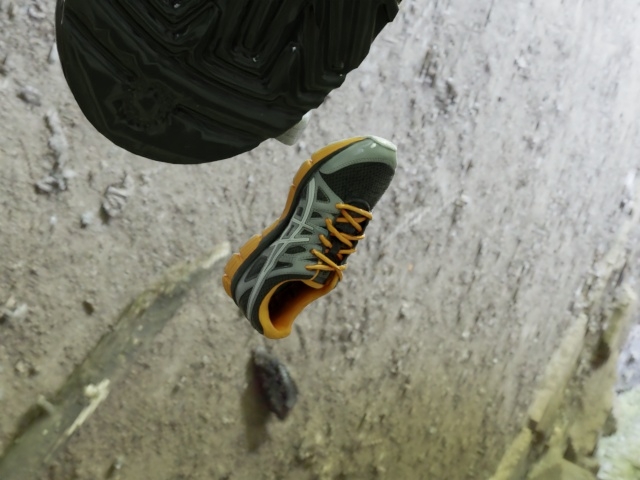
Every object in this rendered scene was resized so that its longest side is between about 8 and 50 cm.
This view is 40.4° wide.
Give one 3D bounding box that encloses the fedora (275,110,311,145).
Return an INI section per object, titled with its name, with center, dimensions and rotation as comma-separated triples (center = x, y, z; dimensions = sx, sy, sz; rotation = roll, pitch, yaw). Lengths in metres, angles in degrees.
[fedora]
center = -0.125, -0.183, 0.781
dimensions = 0.124, 0.275, 0.244
rotation = -32, 179, 16

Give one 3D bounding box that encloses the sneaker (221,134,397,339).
[sneaker]
center = 0.000, 0.000, 0.766
dimensions = 0.084, 0.083, 0.215
rotation = 18, 121, -39

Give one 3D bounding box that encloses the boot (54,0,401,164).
[boot]
center = -0.023, -0.218, 0.451
dimensions = 0.131, 0.260, 0.348
rotation = 30, 97, -27
